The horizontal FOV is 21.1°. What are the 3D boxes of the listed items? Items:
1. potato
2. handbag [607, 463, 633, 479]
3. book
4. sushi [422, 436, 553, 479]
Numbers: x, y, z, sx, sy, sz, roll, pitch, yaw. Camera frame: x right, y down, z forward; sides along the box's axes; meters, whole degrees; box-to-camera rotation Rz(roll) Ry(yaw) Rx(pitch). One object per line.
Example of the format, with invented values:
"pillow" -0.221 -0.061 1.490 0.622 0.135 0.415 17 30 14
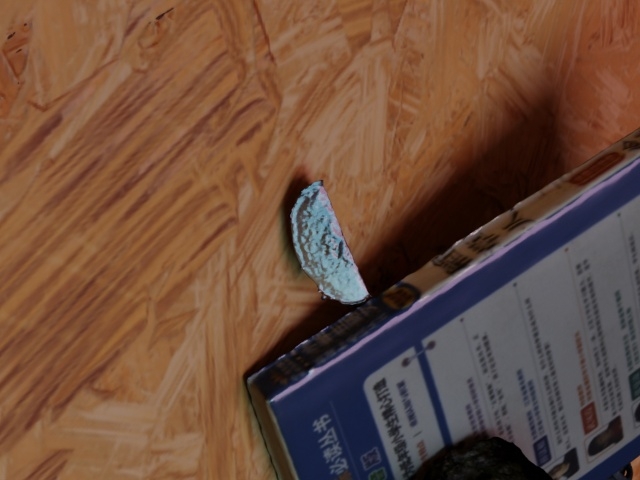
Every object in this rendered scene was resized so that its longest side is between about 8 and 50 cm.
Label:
"potato" -0.001 0.001 1.162 0.037 0.036 0.093 -23 112 0
"handbag" 0.250 0.158 1.522 0.175 0.088 0.270 12 97 -61
"book" 0.161 0.102 1.305 0.428 0.039 0.300 -31 132 -17
"sushi" 0.094 0.254 1.236 0.225 0.127 0.124 -36 131 -13
